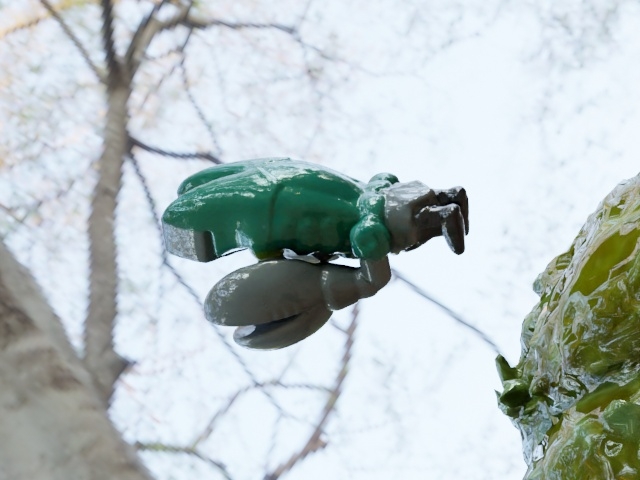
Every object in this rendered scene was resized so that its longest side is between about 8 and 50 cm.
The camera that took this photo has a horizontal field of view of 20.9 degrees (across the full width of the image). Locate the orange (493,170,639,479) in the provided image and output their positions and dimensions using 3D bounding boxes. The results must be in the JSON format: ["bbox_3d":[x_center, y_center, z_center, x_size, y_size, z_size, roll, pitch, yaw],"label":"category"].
[{"bbox_3d":[0.203,0.095,0.633,0.300,0.223,0.301,-27,-93,-43],"label":"orange"}]

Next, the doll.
[{"bbox_3d":[-0.011,0.008,1.511,0.195,0.258,0.153,-31,-55,-43],"label":"doll"}]
